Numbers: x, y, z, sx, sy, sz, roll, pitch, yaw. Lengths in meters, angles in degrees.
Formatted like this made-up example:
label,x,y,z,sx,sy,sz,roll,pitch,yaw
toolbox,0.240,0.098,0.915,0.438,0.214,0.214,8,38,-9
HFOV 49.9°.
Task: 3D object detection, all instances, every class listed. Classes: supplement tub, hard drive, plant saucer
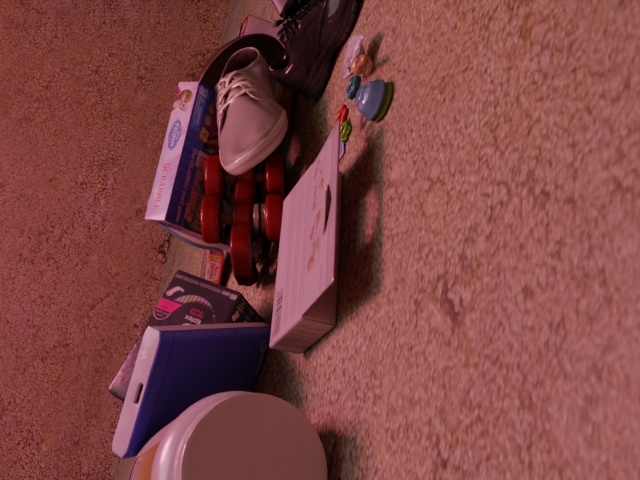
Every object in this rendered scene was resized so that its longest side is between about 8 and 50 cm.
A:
label,x,y,z,sx,sy,sz,roll,pitch,yaw
supplement tub,-0.139,0.343,0.978,0.316,0.228,0.229,136,145,-57
hard drive,-0.210,0.250,1.208,0.040,0.318,0.210,19,95,29
plant saucer,-0.207,-0.373,1.700,0.050,0.310,0.311,38,118,26

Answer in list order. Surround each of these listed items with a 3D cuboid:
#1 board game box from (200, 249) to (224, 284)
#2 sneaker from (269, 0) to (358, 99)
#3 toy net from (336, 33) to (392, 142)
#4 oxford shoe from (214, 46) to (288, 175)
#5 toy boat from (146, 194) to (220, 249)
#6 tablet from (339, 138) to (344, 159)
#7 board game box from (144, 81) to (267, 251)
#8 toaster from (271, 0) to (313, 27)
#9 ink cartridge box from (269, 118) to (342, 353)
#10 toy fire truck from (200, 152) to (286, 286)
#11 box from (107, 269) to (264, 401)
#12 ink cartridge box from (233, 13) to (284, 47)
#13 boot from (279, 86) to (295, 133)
label,x,y,z,sx,sy,sz,roll,pitch,yaw
board game box,-0.303,0.089,1.895,0.147,0.045,0.194,-109,28,-59
sneaker,-0.015,-0.431,1.404,0.109,0.130,0.286,-103,35,-58
toy net,0.067,-0.263,1.171,0.232,0.045,0.122,-92,24,-47
oxford shoe,-0.160,-0.280,1.441,0.169,0.130,0.449,-28,33,16
toy boat,-0.300,-0.076,1.860,0.318,0.267,0.148,-46,-15,-55
tablet,0.030,-0.172,1.255,0.054,0.006,0.083,125,153,-45
board game box,-0.245,-0.157,1.610,0.065,0.318,0.319,6,80,30
toaster,-0.028,-0.564,1.452,0.110,0.185,0.168,58,154,1
ink cartridge box,0.000,0.000,1.109,0.261,0.066,0.297,131,148,-52
toy fire truck,-0.156,-0.035,1.495,0.254,0.169,0.302,88,180,-49
box,-0.255,0.221,1.345,0.271,0.165,0.143,-64,-26,-21
ink cartridge box,-0.217,-0.448,2.002,0.272,0.130,0.310,166,118,-70
boot,-0.084,-0.344,1.631,0.153,0.072,0.197,-63,24,18
